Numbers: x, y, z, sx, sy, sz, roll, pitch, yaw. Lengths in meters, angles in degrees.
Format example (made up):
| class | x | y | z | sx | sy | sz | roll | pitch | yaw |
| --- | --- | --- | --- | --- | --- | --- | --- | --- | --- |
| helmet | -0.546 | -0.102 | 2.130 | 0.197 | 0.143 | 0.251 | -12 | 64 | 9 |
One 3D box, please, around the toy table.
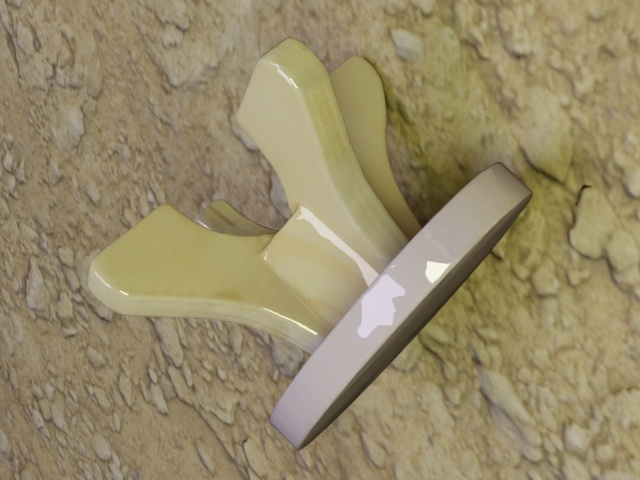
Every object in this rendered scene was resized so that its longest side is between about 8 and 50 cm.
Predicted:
| class | x | y | z | sx | sy | sz | roll | pitch | yaw |
| --- | --- | --- | --- | --- | --- | --- | --- | --- | --- |
| toy table | 0.000 | 0.000 | 0.963 | 0.161 | 0.252 | 0.274 | 43 | 136 | 8 |
